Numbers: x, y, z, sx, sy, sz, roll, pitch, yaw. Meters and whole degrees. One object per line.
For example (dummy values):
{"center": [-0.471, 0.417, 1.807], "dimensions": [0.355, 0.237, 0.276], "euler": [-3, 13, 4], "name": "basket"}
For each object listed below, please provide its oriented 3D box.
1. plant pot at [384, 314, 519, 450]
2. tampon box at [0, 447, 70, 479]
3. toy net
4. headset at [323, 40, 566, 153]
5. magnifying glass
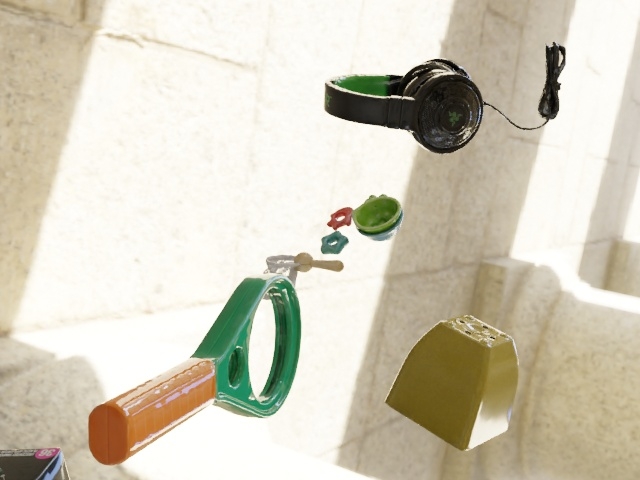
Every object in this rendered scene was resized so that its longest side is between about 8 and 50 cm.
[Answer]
{"center": [0.117, 0.109, 0.708], "dimensions": [0.081, 0.081, 0.083], "euler": [-4, 116, -52], "name": "plant pot"}
{"center": [-0.231, 0.210, 0.508], "dimensions": [0.161, 0.120, 0.101], "euler": [-56, 138, -69], "name": "tampon box"}
{"center": [0.000, 0.000, 1.173], "dimensions": [0.232, 0.122, 0.045], "euler": [-27, 128, -3], "name": "toy net"}
{"center": [0.203, -0.256, 1.434], "dimensions": [0.243, 0.394, 0.185], "euler": [-80, 176, -70], "name": "headset"}
{"center": [-0.059, 0.074, 0.490], "dimensions": [0.231, 0.026, 0.092], "euler": [-21, 113, -72], "name": "magnifying glass"}
